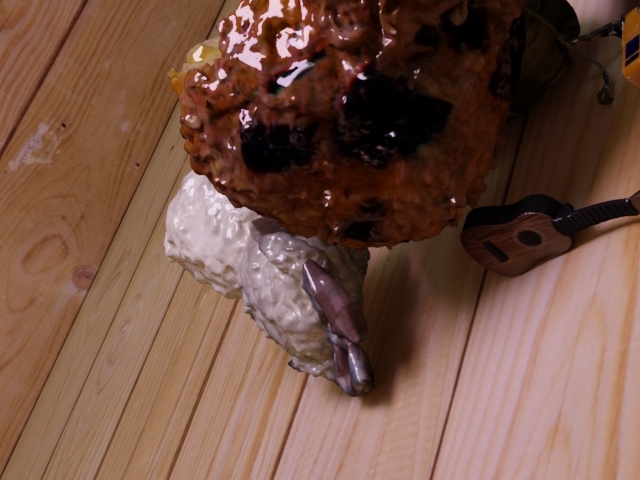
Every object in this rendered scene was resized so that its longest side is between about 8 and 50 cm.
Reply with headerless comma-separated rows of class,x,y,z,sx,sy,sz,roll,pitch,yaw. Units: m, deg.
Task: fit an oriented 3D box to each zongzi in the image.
zongzi,0.217,-0.294,1.460,0.447,0.181,0.418,-29,34,49

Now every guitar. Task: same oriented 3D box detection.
guitar,0.249,-0.024,1.137,0.271,0.084,0.038,-21,39,50

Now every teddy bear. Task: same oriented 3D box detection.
teddy bear,0.000,0.000,1.494,0.362,0.327,0.375,17,40,29

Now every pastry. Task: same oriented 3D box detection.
pastry,0.047,-0.167,1.227,0.405,0.337,0.292,-47,6,19

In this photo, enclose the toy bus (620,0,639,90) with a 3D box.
toy bus,0.375,-0.209,1.057,0.201,0.098,0.114,-38,28,44
